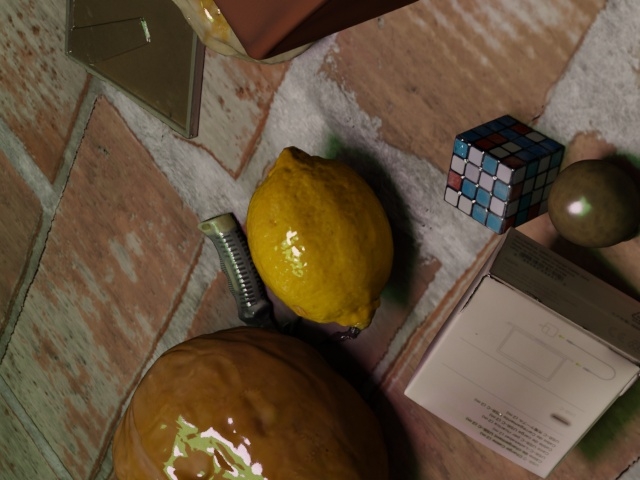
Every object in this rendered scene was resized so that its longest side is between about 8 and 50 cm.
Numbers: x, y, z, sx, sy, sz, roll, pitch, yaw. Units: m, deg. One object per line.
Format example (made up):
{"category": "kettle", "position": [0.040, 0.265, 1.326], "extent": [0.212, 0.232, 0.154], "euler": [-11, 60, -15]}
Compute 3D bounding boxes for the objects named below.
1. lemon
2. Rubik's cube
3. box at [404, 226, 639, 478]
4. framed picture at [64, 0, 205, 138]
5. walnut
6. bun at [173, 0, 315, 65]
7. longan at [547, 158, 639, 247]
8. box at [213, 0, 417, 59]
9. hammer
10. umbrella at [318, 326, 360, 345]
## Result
{"category": "lemon", "position": [0.000, 0.000, 1.888], "extent": [0.188, 0.188, 0.257], "euler": [-22, 90, 51]}
{"category": "Rubik's cube", "position": [0.211, -0.077, 1.682], "extent": [0.092, 0.092, 0.092], "euler": [33, 131, 34]}
{"category": "box", "position": [0.241, 0.136, 1.691], "extent": [0.203, 0.106, 0.252], "euler": [30, 134, 2]}
{"category": "framed picture", "position": [-0.283, -0.316, 2.184], "extent": [0.315, 0.024, 0.232], "euler": [34, 131, 32]}
{"category": "walnut", "position": [-0.095, 0.312, 2.045], "extent": [0.397, 0.308, 0.354], "euler": [35, 135, 14]}
{"category": "bun", "position": [-0.110, -0.351, 1.870], "extent": [0.287, 0.146, 0.287], "euler": [26, 127, 42]}
{"category": "longan", "position": [0.304, -0.036, 1.602], "extent": [0.106, 0.106, 0.119], "euler": [6, 155, 47]}
{"category": "box", "position": [0.025, -0.369, 1.559], "extent": [0.239, 0.339, 0.229], "euler": [-34, 85, 51]}
{"category": "hammer", "position": [-0.113, 0.068, 2.165], "extent": [0.158, 0.041, 0.227], "euler": [-18, 94, 51]}
{"category": "umbrella", "position": [0.031, 0.136, 2.058], "extent": [0.122, 0.013, 0.022], "euler": [-34, 70, 52]}
